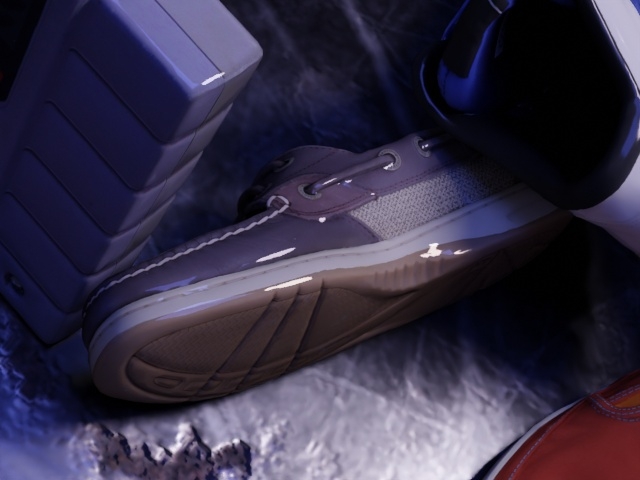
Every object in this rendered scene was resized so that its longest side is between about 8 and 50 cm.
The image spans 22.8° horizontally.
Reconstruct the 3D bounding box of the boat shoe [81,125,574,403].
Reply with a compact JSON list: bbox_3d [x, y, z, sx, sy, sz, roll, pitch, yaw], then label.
[{"bbox_3d":[0.000,0.000,0.782,0.285,0.103,0.092,-18,66,-33],"label":"boat shoe"}]

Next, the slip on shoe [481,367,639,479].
[{"bbox_3d":[0.183,0.114,0.792,0.331,0.101,0.123,-31,80,-31],"label":"slip on shoe"}]

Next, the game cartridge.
[{"bbox_3d":[-0.192,-0.139,0.694,0.355,0.230,0.068,47,57,7],"label":"game cartridge"}]

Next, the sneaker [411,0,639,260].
[{"bbox_3d":[0.140,-0.117,0.821,0.182,0.127,0.315,23,39,-30],"label":"sneaker"}]
